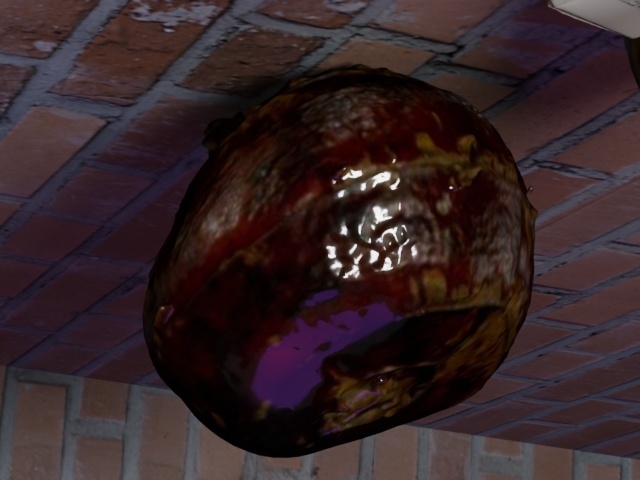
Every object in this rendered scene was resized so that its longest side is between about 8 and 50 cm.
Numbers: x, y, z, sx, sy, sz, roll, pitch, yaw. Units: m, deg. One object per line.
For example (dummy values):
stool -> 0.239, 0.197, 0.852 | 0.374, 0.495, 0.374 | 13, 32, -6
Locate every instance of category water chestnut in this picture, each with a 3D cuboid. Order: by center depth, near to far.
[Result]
water chestnut -> 0.000, 0.000, 1.556 | 0.350, 0.302, 0.350 | -24, 149, -15

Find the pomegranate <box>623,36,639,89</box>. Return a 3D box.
pomegranate -> 0.291, -0.129, 1.201 | 0.210, 0.179, 0.179 | 2, 163, 4

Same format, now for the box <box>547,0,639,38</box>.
box -> 0.239, -0.234, 0.807 | 0.069, 0.214, 0.353 | 14, 161, -36
